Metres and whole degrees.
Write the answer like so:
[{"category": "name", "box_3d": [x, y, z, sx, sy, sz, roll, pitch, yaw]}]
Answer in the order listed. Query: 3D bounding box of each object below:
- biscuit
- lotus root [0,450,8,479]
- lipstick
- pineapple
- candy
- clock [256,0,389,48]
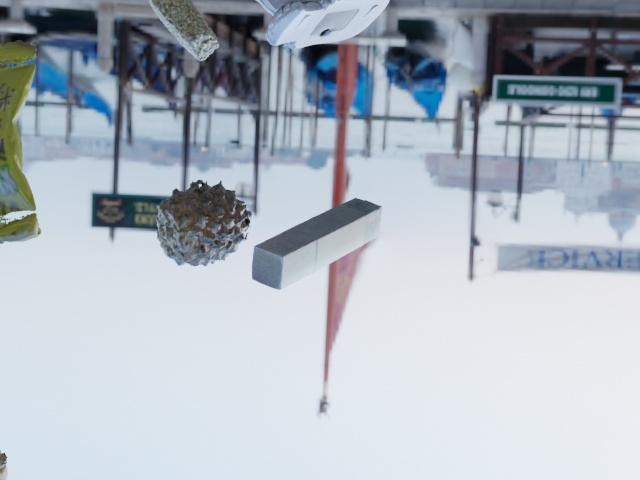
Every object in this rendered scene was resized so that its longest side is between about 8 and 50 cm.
[{"category": "biscuit", "box_3d": [-0.261, -0.419, 1.761, 0.070, 0.168, 0.082, -38, 161, 2]}, {"category": "lotus root", "box_3d": [-0.553, 0.396, 1.526, 0.062, 0.150, 0.073, 28, -154, -20]}, {"category": "lipstick", "box_3d": [0.000, 0.000, 1.642, 0.066, 0.068, 0.317, 20, -152, 29]}, {"category": "pineapple", "box_3d": [-0.211, -0.035, 1.753, 0.193, 0.166, 0.166, -12, -167, -38]}, {"category": "candy", "box_3d": [-0.482, -0.134, 1.297, 0.187, 0.297, 0.081, -8, 170, 9]}, {"category": "clock", "box_3d": [-0.011, -0.265, 0.927, 0.176, 0.117, 0.080, -22, 166, -45]}]
